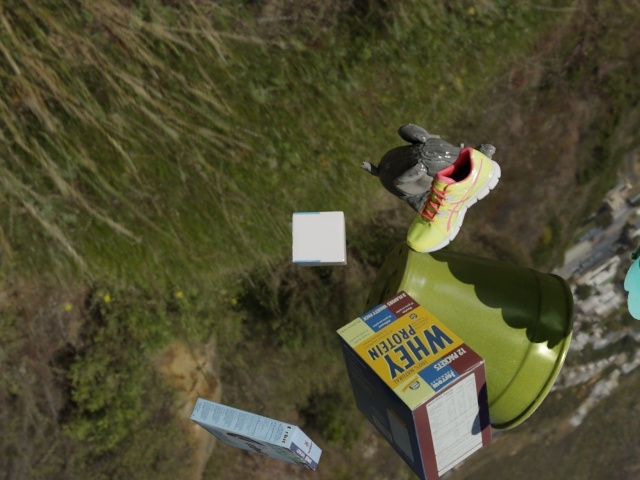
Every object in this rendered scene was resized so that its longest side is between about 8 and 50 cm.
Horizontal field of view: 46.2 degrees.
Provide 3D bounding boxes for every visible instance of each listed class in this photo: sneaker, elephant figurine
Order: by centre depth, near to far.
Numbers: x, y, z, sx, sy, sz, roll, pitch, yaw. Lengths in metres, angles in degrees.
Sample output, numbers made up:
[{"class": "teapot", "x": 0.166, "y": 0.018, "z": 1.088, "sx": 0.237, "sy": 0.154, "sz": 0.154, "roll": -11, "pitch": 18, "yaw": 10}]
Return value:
[{"class": "sneaker", "x": 0.209, "y": -0.073, "z": 1.274, "sx": 0.208, "sy": 0.081, "sz": 0.094, "roll": -52, "pitch": 134, "yaw": 0}, {"class": "elephant figurine", "x": 0.220, "y": -0.169, "z": 1.574, "sx": 0.186, "sy": 0.169, "sz": 0.239, "roll": -31, "pitch": 172, "yaw": -11}]

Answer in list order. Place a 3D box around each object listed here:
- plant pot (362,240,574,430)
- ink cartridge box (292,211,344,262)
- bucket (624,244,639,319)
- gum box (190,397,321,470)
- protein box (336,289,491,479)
[{"class": "plant pot", "x": 0.291, "y": 0.173, "z": 1.632, "sx": 0.366, "sy": 0.353, "sz": 0.366, "roll": -156, "pitch": -90, "yaw": -81}, {"class": "ink cartridge box", "x": 0.000, "y": 0.000, "z": 1.381, "sx": 0.092, "sy": 0.089, "sz": 0.143, "roll": -1, "pitch": 175, "yaw": 3}, {"class": "bucket", "x": 0.642, "y": 0.047, "z": 1.185, "sx": 0.183, "sy": 0.281, "sz": 0.281, "roll": -50, "pitch": 174, "yaw": -42}, {"class": "gum box", "x": -0.107, "y": 0.329, "z": 1.273, "sx": 0.157, "sy": 0.184, "sz": 0.041, "roll": 62, "pitch": 44, "yaw": -56}, {"class": "protein box", "x": 0.149, "y": 0.230, "z": 1.185, "sx": 0.136, "sy": 0.200, "sz": 0.201, "roll": -29, "pitch": 132, "yaw": -17}]
